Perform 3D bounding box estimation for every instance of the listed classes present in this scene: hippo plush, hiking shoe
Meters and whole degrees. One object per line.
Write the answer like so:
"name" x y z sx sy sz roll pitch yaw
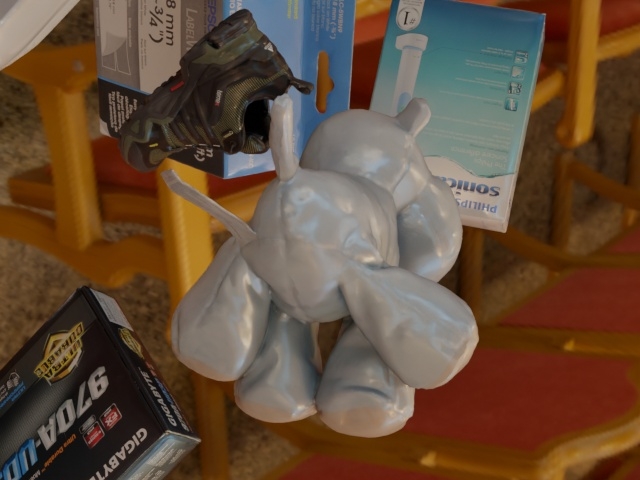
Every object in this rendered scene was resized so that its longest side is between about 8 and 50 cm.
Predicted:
"hippo plush" 0.000 0.000 0.916 0.294 0.234 0.236 51 31 -18
"hiking shoe" -0.106 -0.110 1.011 0.114 0.227 0.086 46 45 -6

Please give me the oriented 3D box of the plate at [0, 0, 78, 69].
"plate" -0.231 -0.178 0.727 0.045 0.277 0.278 59 45 -34

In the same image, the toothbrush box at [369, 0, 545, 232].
"toothbrush box" 0.184 -0.177 1.513 0.126 0.216 0.295 30 71 -77

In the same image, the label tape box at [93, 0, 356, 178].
"label tape box" -0.127 -0.213 1.318 0.106 0.333 0.241 -30 132 -46

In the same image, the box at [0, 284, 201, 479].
"box" -0.227 0.175 0.924 0.220 0.175 0.051 -45 145 10
